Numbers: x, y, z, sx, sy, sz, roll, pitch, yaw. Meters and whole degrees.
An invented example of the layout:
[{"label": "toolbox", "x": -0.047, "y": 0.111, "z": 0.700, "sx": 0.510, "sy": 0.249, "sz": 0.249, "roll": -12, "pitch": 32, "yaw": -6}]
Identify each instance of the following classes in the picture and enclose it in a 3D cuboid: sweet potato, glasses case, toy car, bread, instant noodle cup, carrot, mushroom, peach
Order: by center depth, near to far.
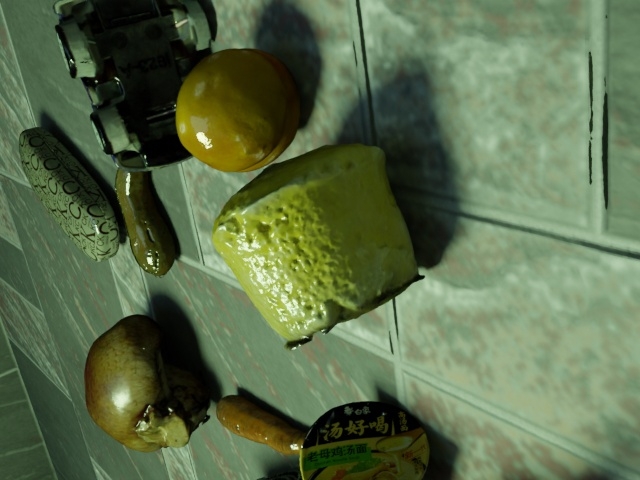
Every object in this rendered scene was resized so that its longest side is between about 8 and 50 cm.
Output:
[{"label": "bread", "x": -0.004, "y": -0.001, "z": 0.716, "sx": 0.197, "sy": 0.197, "sz": 0.170, "roll": -22, "pitch": 97, "yaw": 57}, {"label": "peach", "x": -0.087, "y": -0.142, "z": 0.791, "sx": 0.138, "sy": 0.138, "sz": 0.138, "roll": 33, "pitch": 135, "yaw": 40}, {"label": "instant noodle cup", "x": 0.059, "y": 0.283, "z": 0.862, "sx": 0.151, "sy": 0.151, "sz": 0.122, "roll": 28, "pitch": 144, "yaw": 43}, {"label": "toy car", "x": -0.231, "y": -0.213, "z": 0.941, "sx": 0.158, "sy": 0.172, "sz": 0.235, "roll": 33, "pitch": 140, "yaw": 63}, {"label": "carrot", "x": -0.086, "y": 0.292, "z": 1.143, "sx": 0.248, "sy": 0.059, "sz": 0.059, "roll": 8, "pitch": 117, "yaw": 50}, {"label": "sweet potato", "x": -0.292, "y": -0.052, "z": 1.211, "sx": 0.081, "sy": 0.062, "sz": 0.232, "roll": -2, "pitch": 106, "yaw": 39}, {"label": "mushroom", "x": -0.323, "y": 0.267, "z": 1.332, "sx": 0.283, "sy": 0.195, "sz": 0.263, "roll": 23, "pitch": 122, "yaw": 47}, {"label": "glasses case", "x": -0.499, "y": -0.096, "z": 1.447, "sx": 0.355, "sy": 0.085, "sz": 0.137, "roll": 42, "pitch": 141, "yaw": 31}]

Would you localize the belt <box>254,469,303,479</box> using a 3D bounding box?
[{"label": "belt", "x": -0.102, "y": 0.452, "z": 1.126, "sx": 0.258, "sy": 0.207, "sz": 0.150, "roll": -29, "pitch": 85, "yaw": 40}]
